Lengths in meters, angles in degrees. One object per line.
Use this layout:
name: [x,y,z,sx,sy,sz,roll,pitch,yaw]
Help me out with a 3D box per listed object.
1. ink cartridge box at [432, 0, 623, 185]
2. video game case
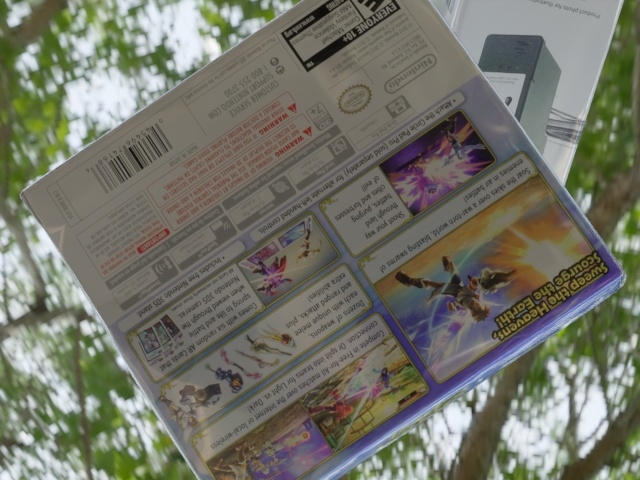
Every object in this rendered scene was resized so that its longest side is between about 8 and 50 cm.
ink cartridge box: [0.138,-0.141,1.283,0.115,0.273,0.198,14,-158,-4]
video game case: [0.000,0.000,1.014,0.269,0.061,0.244,-34,-104,2]
